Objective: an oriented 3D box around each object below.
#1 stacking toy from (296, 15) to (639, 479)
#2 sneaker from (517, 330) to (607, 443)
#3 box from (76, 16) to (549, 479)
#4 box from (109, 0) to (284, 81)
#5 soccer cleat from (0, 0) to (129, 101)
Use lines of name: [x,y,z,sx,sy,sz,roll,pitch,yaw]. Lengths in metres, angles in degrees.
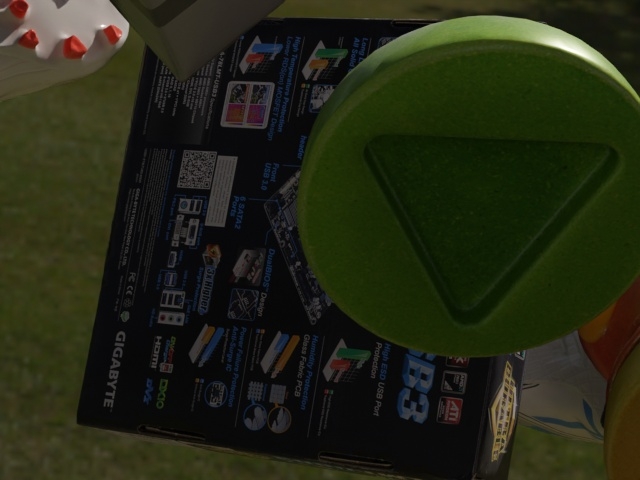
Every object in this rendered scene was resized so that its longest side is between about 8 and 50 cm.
stacking toy: [0.150,-0.057,0.621,0.279,0.309,0.130,26,28,-18]
sneaker: [0.184,0.094,1.047,0.086,0.085,0.237,34,-11,-38]
box: [0.000,0.000,1.076,0.293,0.295,0.073,4,-11,26]
box: [-0.069,-0.116,0.312,0.145,0.038,0.186,49,-6,8]
soccer cleat: [-0.178,-0.089,0.790,0.196,0.068,0.076,-25,-3,-44]
